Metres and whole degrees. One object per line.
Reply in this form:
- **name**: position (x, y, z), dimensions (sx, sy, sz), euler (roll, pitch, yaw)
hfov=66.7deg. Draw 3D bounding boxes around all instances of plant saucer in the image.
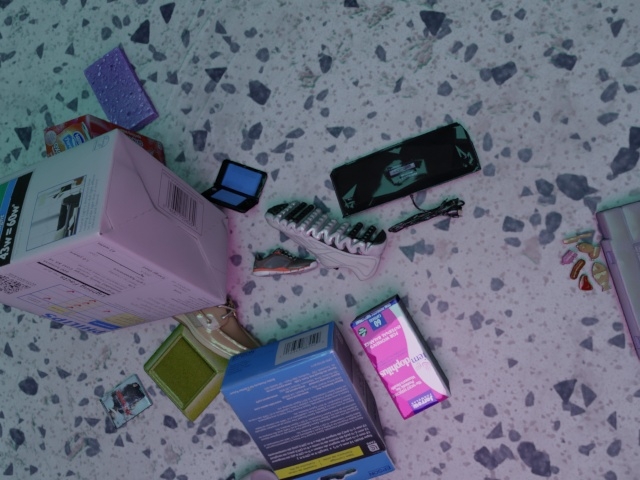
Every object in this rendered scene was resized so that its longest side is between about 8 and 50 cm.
- **plant saucer**: position (-0.319, 0.307, 1.157), dimensions (0.188, 0.045, 0.188), euler (43, 97, 11)

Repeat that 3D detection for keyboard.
- **keyboard**: position (0.192, -0.117, 1.065), dimensions (0.317, 0.033, 0.202), euler (-19, 78, 12)

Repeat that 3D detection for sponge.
- **sponge**: position (-0.508, -0.373, 1.234), dimensions (0.117, 0.031, 0.210), euler (-31, 81, 10)

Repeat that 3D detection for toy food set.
- **toy food set**: position (0.533, 0.049, 0.987), dimensions (0.077, 0.019, 0.122), euler (-15, 92, 12)

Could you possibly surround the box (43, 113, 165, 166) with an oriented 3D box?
- **box**: position (-0.472, -0.177, 1.102), dimensions (0.122, 0.257, 0.128), euler (-13, 84, 15)

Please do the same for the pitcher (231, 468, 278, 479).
- **pitcher**: position (-0.181, 0.599, 1.086), dimensions (0.177, 0.125, 0.207), euler (37, 108, 27)

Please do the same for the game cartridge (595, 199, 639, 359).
- **game cartridge**: position (0.694, 0.084, 0.929), dimensions (0.230, 0.068, 0.355), euler (-17, 84, 16)

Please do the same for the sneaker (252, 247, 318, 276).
- **sneaker**: position (-0.084, 0.046, 1.108), dimensions (0.157, 0.061, 0.065), euler (-5, 80, 12)

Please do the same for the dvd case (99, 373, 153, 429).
- **dvd case**: position (-0.483, 0.401, 1.208), dimensions (0.119, 0.013, 0.087), euler (-35, 81, 10)

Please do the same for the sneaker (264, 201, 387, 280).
- **sneaker**: position (0.000, 0.000, 1.070), dimensions (0.292, 0.110, 0.118), euler (22, 127, 23)

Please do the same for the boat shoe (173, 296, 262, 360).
- **boat shoe**: position (-0.246, 0.173, 1.117), dimensions (0.302, 0.109, 0.098), euler (33, 96, 18)

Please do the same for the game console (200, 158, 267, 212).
- **game console**: position (-0.203, -0.128, 1.136), dimensions (0.122, 0.107, 0.071), euler (20, 121, 13)

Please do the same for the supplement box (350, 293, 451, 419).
- **supplement box**: position (0.168, 0.237, 1.015), dimensions (0.111, 0.114, 0.220), euler (-31, 83, 9)

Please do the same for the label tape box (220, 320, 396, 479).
- **label tape box**: position (-0.016, 0.370, 1.035), dimensions (0.249, 0.115, 0.348), euler (-22, 113, 11)

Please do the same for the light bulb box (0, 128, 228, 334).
- **light bulb box**: position (-0.436, 0.014, 0.992), dimensions (0.360, 0.358, 0.226), euler (-15, 59, 19)
